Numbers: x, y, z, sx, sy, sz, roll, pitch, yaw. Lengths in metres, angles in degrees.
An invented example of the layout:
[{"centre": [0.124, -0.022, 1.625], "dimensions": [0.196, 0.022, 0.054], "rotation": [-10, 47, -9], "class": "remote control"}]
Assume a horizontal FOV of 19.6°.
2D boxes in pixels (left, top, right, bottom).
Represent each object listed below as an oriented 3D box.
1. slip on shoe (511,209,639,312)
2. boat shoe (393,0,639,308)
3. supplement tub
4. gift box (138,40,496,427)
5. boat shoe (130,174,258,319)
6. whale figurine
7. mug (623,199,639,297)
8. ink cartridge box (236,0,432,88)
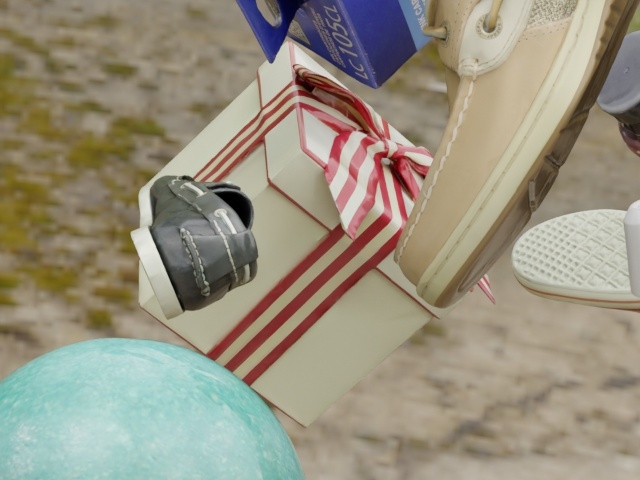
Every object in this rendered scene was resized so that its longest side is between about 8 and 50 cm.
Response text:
[{"centre": [0.362, 0.041, 1.910], "dimensions": [0.331, 0.101, 0.123], "rotation": [2, 50, 2], "class": "slip on shoe"}, {"centre": [0.113, -0.128, 1.028], "dimensions": [0.110, 0.341, 0.121], "rotation": [26, -1, 10], "class": "boat shoe"}, {"centre": [0.306, -0.092, 1.444], "dimensions": [0.198, 0.106, 0.106], "rotation": [26, 7, -32], "class": "supplement tub"}, {"centre": [0.000, 0.000, 1.749], "dimensions": [0.255, 0.258, 0.276], "rotation": [36, 21, -29], "class": "gift box"}, {"centre": [-0.079, -0.004, 1.265], "dimensions": [0.079, 0.084, 0.233], "rotation": [-26, 11, 1], "class": "boat shoe"}, {"centre": [-0.122, 0.113, 0.856], "dimensions": [0.216, 0.141, 0.272], "rotation": [4, -2, -38], "class": "whale figurine"}, {"centre": [0.250, -0.001, 1.345], "dimensions": [0.062, 0.064, 0.078], "rotation": [-12, 14, 19], "class": "mug"}, {"centre": [0.057, -0.324, 1.571], "dimensions": [0.395, 0.270, 0.151], "rotation": [-43, 49, -13], "class": "ink cartridge box"}]
